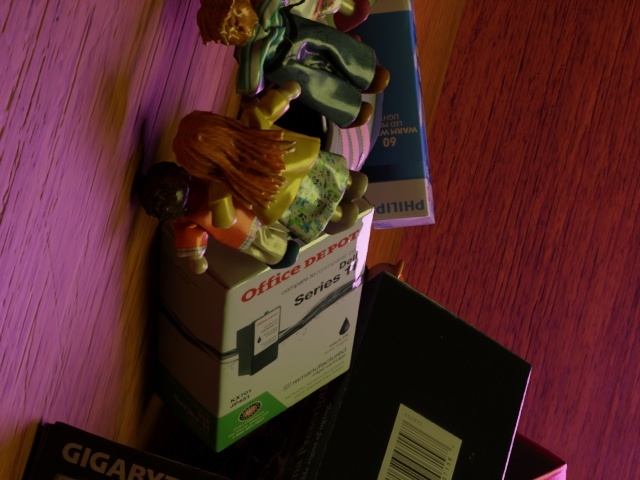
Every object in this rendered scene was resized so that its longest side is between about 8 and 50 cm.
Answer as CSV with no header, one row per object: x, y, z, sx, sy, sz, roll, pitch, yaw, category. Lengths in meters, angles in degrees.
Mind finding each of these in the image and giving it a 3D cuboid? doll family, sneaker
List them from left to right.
-0.031,-0.102,1.208,0.163,0.118,0.263,23,78,-41,doll family
-0.006,-0.109,1.554,0.131,0.112,0.319,102,6,-45,sneaker

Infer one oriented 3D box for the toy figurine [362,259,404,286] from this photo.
0.030,0.137,2.148,0.213,0.148,0.210,-77,176,-46,toy figurine

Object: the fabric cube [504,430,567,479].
0.106,0.354,1.990,0.259,0.254,0.258,-19,119,-31,fabric cube

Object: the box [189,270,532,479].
-0.001,0.257,1.592,0.312,0.179,0.343,-39,-156,49,box

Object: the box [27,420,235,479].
-0.036,0.213,1.223,0.293,0.295,0.073,64,43,-78,box

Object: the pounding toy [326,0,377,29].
0.070,-0.314,1.746,0.183,0.110,0.237,-60,163,-67,pounding toy

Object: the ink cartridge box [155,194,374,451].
-0.047,0.047,1.395,0.153,0.087,0.208,-30,147,-28,ink cartridge box

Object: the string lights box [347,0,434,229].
0.076,-0.147,1.963,0.133,0.076,0.260,23,62,-83,string lights box
